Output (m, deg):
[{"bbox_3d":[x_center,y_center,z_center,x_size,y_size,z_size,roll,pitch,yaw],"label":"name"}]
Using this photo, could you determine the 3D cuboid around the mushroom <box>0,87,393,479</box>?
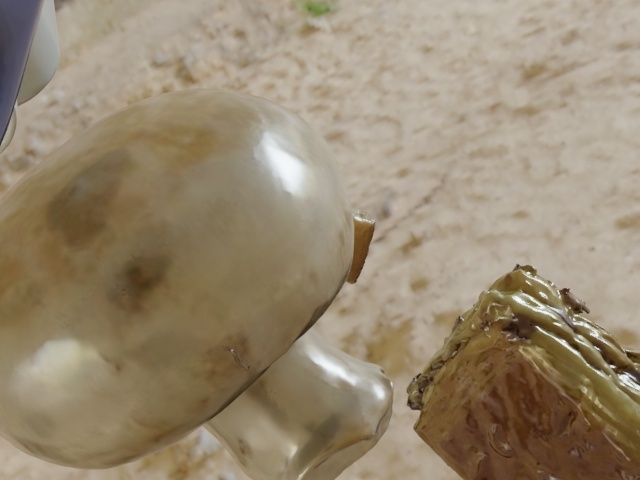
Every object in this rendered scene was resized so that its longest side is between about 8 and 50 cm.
[{"bbox_3d":[-0.091,0.057,0.954,0.297,0.290,0.297,-34,17,11],"label":"mushroom"}]

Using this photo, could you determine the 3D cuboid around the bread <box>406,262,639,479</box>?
[{"bbox_3d":[0.273,0.195,1.531,0.167,0.324,0.277,-39,-12,-39],"label":"bread"}]

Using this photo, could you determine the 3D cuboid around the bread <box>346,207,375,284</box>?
[{"bbox_3d":[0.000,-0.002,1.289,0.076,0.083,0.070,-149,75,-70],"label":"bread"}]

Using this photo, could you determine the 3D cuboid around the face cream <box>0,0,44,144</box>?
[{"bbox_3d":[-0.175,-0.092,0.325,0.225,0.249,0.249,11,26,-8],"label":"face cream"}]

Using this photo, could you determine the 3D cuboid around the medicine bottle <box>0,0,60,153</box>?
[{"bbox_3d":[-0.222,-0.120,0.854,0.119,0.069,0.183,-18,37,-2],"label":"medicine bottle"}]
